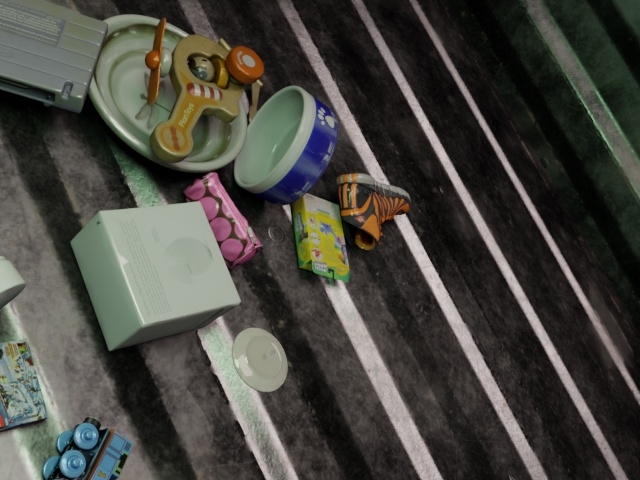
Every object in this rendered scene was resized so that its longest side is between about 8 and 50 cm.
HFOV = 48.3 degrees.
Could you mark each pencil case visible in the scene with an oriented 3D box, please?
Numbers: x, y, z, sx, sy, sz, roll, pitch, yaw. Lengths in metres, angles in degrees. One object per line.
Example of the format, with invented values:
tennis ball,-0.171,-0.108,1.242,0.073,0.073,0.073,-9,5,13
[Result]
pencil case,-0.208,-0.048,1.542,0.095,0.098,0.209,-33,87,-37

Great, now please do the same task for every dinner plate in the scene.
dinner plate,-0.122,0.246,1.492,0.141,0.017,0.141,26,47,-32

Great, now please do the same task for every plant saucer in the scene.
plant saucer,-0.350,-0.307,1.579,0.401,0.101,0.400,24,49,-31

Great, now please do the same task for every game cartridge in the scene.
game cartridge,-0.601,-0.382,1.344,0.355,0.068,0.230,15,49,-16

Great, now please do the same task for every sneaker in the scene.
sneaker,0.138,-0.059,1.898,0.321,0.125,0.180,12,75,-53

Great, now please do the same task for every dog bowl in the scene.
dog bowl,-0.082,-0.217,1.655,0.104,0.265,0.264,29,46,-32

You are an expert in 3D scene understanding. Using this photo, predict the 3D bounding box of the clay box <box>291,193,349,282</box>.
clay box,0.000,0.000,1.752,0.127,0.053,0.222,18,53,-39

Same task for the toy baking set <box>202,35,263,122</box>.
toy baking set,-0.231,-0.408,1.827,0.256,0.030,0.196,45,44,-12

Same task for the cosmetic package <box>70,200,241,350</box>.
cosmetic package,-0.308,0.061,1.337,0.225,0.138,0.224,-9,70,-49

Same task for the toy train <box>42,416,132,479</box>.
toy train,-0.374,0.368,1.111,0.105,0.080,0.184,43,41,-24

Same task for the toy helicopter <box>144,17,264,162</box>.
toy helicopter,-0.276,-0.305,1.472,0.235,0.140,0.355,33,47,-22

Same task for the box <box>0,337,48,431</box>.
box,-0.494,0.228,1.124,0.094,0.027,0.137,-4,67,-48

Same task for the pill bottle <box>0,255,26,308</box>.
pill bottle,-0.625,-0.047,1.027,0.407,0.229,0.229,53,40,-3
